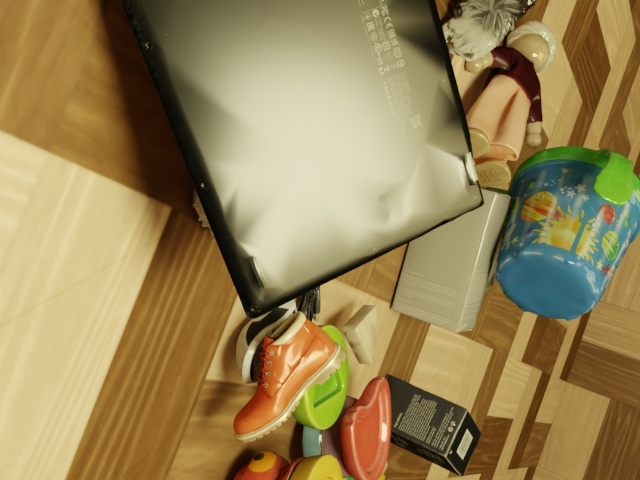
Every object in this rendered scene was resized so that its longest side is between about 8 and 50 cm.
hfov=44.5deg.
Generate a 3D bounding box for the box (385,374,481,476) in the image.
[{"bbox_3d":[0.186,0.329,1.385,0.093,0.158,0.156,-61,150,-17],"label":"box"}]

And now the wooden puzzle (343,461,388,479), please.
[{"bbox_3d":[0.046,0.428,1.322,0.221,0.044,0.239,-54,147,-28],"label":"wooden puzzle"}]

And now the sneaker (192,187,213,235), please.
[{"bbox_3d":[-0.021,-0.074,0.871,0.293,0.102,0.146,4,66,-42],"label":"sneaker"}]

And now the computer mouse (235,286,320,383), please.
[{"bbox_3d":[-0.056,0.102,0.964,0.193,0.042,0.106,-41,144,-51],"label":"computer mouse"}]

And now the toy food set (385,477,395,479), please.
[{"bbox_3d":[0.130,0.534,1.464,0.232,0.104,0.111,-14,118,-57],"label":"toy food set"}]

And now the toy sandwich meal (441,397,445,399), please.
[{"bbox_3d":[0.239,0.369,1.639,0.085,0.029,0.086,-32,129,-52],"label":"toy sandwich meal"}]

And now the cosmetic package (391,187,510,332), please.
[{"bbox_3d":[0.217,0.021,1.296,0.107,0.127,0.238,8,101,-62],"label":"cosmetic package"}]

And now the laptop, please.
[{"bbox_3d":[0.008,-0.201,0.785,0.407,0.236,0.382,-26,110,-18],"label":"laptop"}]

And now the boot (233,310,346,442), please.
[{"bbox_3d":[-0.053,0.153,0.887,0.158,0.059,0.085,-45,109,-14],"label":"boot"}]

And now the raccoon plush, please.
[{"bbox_3d":[0.330,-0.495,1.218,0.446,0.216,0.299,-48,172,18],"label":"raccoon plush"}]

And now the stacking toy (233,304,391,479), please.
[{"bbox_3d":[-0.017,0.238,1.075,0.309,0.130,0.280,-18,106,-64],"label":"stacking toy"}]

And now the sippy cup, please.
[{"bbox_3d":[0.402,0.001,1.299,0.224,0.240,0.305,-58,140,-36],"label":"sippy cup"}]

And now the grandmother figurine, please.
[{"bbox_3d":[0.324,-0.244,1.319,0.208,0.104,0.342,53,51,-35],"label":"grandmother figurine"}]

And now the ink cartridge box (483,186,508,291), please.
[{"bbox_3d":[0.299,0.006,1.467,0.208,0.086,0.153,-32,132,-49],"label":"ink cartridge box"}]
